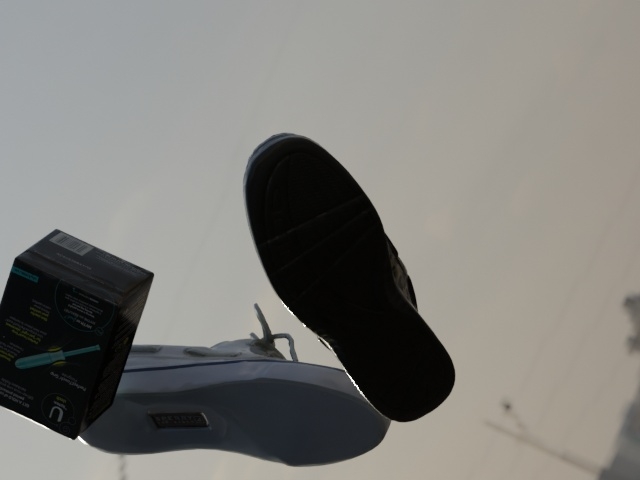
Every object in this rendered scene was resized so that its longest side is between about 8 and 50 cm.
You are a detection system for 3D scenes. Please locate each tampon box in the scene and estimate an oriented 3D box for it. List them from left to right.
[{"bbox_3d":[-0.257,0.093,1.909,0.161,0.120,0.101,-69,-10,22],"label":"tampon box"}]

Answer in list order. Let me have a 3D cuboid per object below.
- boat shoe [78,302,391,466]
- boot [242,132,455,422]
[{"bbox_3d":[-0.086,0.147,2.029,0.156,0.367,0.136,-67,-36,-45],"label":"boat shoe"},{"bbox_3d":[-0.001,0.002,1.334,0.085,0.236,0.178,-32,29,0],"label":"boot"}]
